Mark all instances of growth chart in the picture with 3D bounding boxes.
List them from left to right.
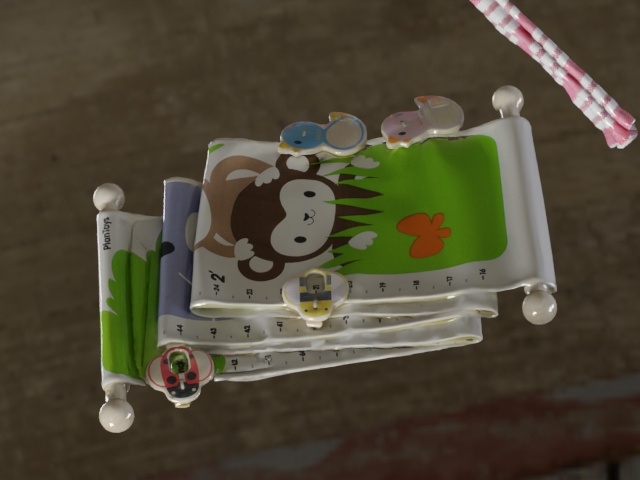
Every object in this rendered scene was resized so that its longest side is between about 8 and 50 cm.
[{"bbox_3d":[0.000,0.000,0.915,0.237,0.021,0.172,-12,-130,-3],"label":"growth chart"}]

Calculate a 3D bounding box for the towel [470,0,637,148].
[{"bbox_3d":[0.178,-0.147,1.507,0.029,0.197,0.144,-47,175,8],"label":"towel"}]
